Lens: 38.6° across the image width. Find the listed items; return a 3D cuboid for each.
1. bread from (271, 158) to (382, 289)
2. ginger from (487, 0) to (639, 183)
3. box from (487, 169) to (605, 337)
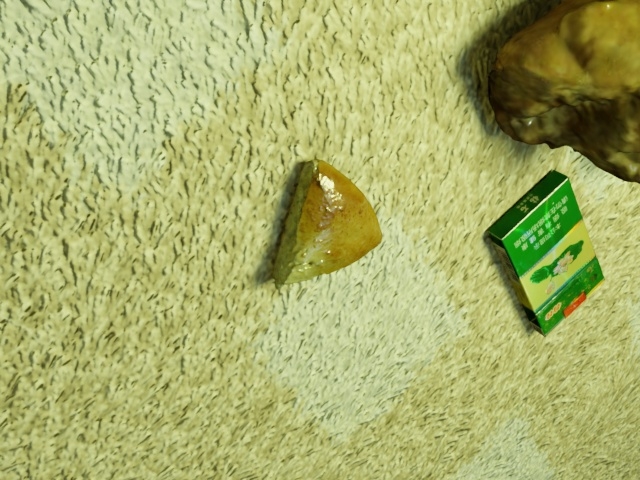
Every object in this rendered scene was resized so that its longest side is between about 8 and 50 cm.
[{"bbox_3d":[0.021,-0.010,1.042,0.136,0.054,0.154,5,114,-41],"label":"bread"},{"bbox_3d":[0.353,-0.208,1.056,0.223,0.269,0.200,-59,169,-19],"label":"ginger"},{"bbox_3d":[0.325,0.024,1.291,0.132,0.034,0.235,-41,132,-10],"label":"box"}]
